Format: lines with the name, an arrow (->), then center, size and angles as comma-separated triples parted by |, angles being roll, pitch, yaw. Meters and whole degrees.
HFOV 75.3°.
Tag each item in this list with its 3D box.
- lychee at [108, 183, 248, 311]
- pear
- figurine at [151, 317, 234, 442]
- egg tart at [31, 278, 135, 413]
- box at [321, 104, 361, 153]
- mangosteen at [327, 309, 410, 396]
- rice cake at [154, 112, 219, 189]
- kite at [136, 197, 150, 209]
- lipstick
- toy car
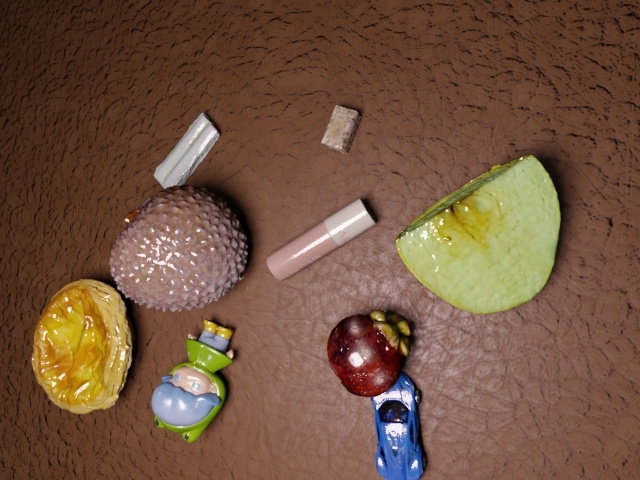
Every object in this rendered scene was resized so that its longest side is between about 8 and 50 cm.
lychee -> -0.315, 0.025, 0.941 | 0.300, 0.300, 0.299 | -2, 83, 19
pear -> 0.315, 0.011, 0.792 | 0.288, 0.139, 0.239 | -34, 89, 9
figurine -> -0.286, 0.321, 0.970 | 0.162, 0.143, 0.263 | 18, 73, 13
egg tart -> -0.596, 0.268, 1.082 | 0.342, 0.132, 0.340 | -3, 82, 20
box -> 0.048, -0.256, 0.957 | 0.062, 0.045, 0.098 | 24, 94, 20
mangosteen -> 0.101, 0.214, 0.824 | 0.180, 0.166, 0.166 | -41, 72, 3
rice cake -> -0.352, -0.226, 1.099 | 0.085, 0.040, 0.226 | 44, 99, 19
kite -> -0.434, -0.006, 1.117 | 0.141, 0.015, 0.245 | -26, 75, 17
lipstick -> 0.000, 0.000, 0.932 | 0.255, 0.070, 0.070 | -32, 75, 14
toy car -> 0.154, 0.379, 0.838 | 0.103, 0.063, 0.216 | -7, 82, 19
